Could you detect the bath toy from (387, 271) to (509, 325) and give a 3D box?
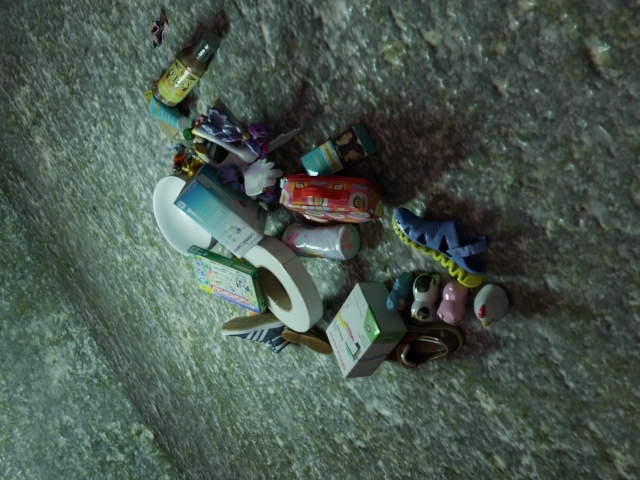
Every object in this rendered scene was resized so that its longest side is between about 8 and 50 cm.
[{"bbox_3d":[0.378,0.188,1.585,0.349,0.129,0.151,5,113,36],"label":"bath toy"}]

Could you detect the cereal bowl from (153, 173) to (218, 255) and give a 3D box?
[{"bbox_3d":[-0.512,-0.114,2.141,0.339,0.141,0.338,18,121,32],"label":"cereal bowl"}]

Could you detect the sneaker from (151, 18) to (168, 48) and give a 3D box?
[{"bbox_3d":[-0.610,-0.766,1.968,0.047,0.057,0.119,43,132,12],"label":"sneaker"}]

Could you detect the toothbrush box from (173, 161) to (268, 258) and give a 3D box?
[{"bbox_3d":[-0.334,-0.111,1.833,0.126,0.216,0.295,-41,109,18],"label":"toothbrush box"}]

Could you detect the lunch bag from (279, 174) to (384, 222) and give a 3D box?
[{"bbox_3d":[0.029,-0.129,1.594,0.293,0.258,0.120,6,88,23],"label":"lunch bag"}]

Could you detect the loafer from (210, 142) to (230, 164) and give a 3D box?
[{"bbox_3d":[-0.374,-0.243,1.953,0.084,0.096,0.267,20,124,37],"label":"loafer"}]

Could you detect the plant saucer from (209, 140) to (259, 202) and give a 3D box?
[{"bbox_3d":[-0.315,-0.244,1.992,0.278,0.041,0.277,16,120,31],"label":"plant saucer"}]

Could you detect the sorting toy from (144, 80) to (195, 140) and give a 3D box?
[{"bbox_3d":[-0.590,-0.494,2.087,0.132,0.046,0.274,-33,89,43],"label":"sorting toy"}]

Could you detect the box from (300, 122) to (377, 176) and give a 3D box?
[{"bbox_3d":[0.054,-0.270,1.671,0.244,0.060,0.100,-23,95,43],"label":"box"}]

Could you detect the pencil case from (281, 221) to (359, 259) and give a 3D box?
[{"bbox_3d":[0.000,0.000,1.808,0.273,0.124,0.113,4,155,38],"label":"pencil case"}]

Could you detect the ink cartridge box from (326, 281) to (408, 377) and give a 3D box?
[{"bbox_3d":[0.147,0.303,1.778,0.278,0.117,0.201,-61,39,39],"label":"ink cartridge box"}]

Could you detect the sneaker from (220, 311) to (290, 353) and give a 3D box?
[{"bbox_3d":[-0.248,0.380,2.119,0.283,0.099,0.153,-10,116,-1],"label":"sneaker"}]

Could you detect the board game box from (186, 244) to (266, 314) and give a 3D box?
[{"bbox_3d":[-0.363,0.151,2.058,0.318,0.046,0.213,18,136,27],"label":"board game box"}]

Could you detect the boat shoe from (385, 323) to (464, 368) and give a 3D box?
[{"bbox_3d":[0.295,0.352,1.730,0.342,0.123,0.123,-15,101,42],"label":"boat shoe"}]

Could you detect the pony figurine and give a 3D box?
[{"bbox_3d":[-0.236,-0.287,1.738,0.363,0.302,0.351,39,150,-15],"label":"pony figurine"}]

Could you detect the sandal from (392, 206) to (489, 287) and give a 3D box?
[{"bbox_3d":[0.355,-0.010,1.524,0.318,0.126,0.138,34,125,11],"label":"sandal"}]

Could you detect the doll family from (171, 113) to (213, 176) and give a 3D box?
[{"bbox_3d":[-0.455,-0.333,1.983,0.263,0.118,0.163,-42,39,31],"label":"doll family"}]

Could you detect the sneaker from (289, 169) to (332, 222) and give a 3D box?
[{"bbox_3d":[-0.034,-0.157,1.780,0.221,0.087,0.128,31,128,22],"label":"sneaker"}]

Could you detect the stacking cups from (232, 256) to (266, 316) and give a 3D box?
[{"bbox_3d":[-0.270,0.213,2.147,0.096,0.096,0.316,0,115,38],"label":"stacking cups"}]

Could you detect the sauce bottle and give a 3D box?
[{"bbox_3d":[-0.476,-0.616,1.896,0.344,0.111,0.111,-32,89,43],"label":"sauce bottle"}]

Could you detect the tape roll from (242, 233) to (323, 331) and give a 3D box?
[{"bbox_3d":[-0.143,0.158,1.935,0.392,0.072,0.391,40,150,29],"label":"tape roll"}]

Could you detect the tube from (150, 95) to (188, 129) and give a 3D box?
[{"bbox_3d":[-0.590,-0.485,2.032,0.207,0.052,0.080,31,116,30],"label":"tube"}]

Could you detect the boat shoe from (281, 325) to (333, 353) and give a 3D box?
[{"bbox_3d":[-0.042,0.369,2.040,0.207,0.073,0.073,22,128,5],"label":"boat shoe"}]
